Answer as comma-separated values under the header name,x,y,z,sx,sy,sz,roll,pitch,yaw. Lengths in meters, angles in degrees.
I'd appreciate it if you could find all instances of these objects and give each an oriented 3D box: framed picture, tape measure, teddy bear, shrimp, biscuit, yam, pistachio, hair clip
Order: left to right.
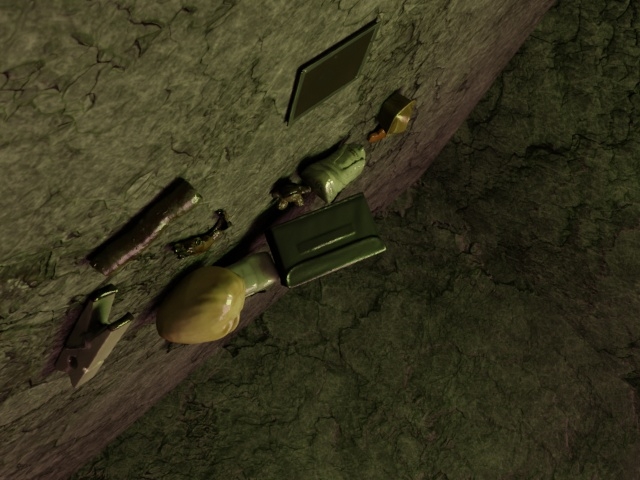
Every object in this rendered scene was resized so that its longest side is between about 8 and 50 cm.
name,x,y,z,sx,sy,sz,roll,pitch,yaw
hair clip,-0.548,0.243,1.328,0.331,0.101,0.085,-49,174,38
yam,-0.348,-0.021,1.105,0.253,0.061,0.061,-42,171,-7
pistachio,-0.359,0.202,1.644,0.317,0.214,0.193,-28,179,18
shrimp,-0.298,-0.011,1.418,0.152,0.046,0.219,-46,175,20
tape measure,-0.258,0.139,1.869,0.265,0.130,0.258,-25,176,-16
teddy bear,-0.090,-0.147,1.655,0.119,0.078,0.160,-8,173,-6
framed picture,0.026,-0.381,1.255,0.252,0.014,0.197,-40,170,-24
biscuit,0.232,-0.392,1.996,0.130,0.019,0.102,-27,174,12

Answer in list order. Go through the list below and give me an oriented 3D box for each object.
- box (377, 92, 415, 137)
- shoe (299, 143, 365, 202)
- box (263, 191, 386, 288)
name,x,y,z,sx,sy,sz,roll,pitch,yaw
box,0.256,-0.416,1.845,0.111,0.111,0.177,-42,171,-14
shoe,0.055,-0.232,1.749,0.210,0.132,0.342,-47,176,7
box,0.000,0.001,1.844,0.344,0.205,0.251,-22,-178,-10
